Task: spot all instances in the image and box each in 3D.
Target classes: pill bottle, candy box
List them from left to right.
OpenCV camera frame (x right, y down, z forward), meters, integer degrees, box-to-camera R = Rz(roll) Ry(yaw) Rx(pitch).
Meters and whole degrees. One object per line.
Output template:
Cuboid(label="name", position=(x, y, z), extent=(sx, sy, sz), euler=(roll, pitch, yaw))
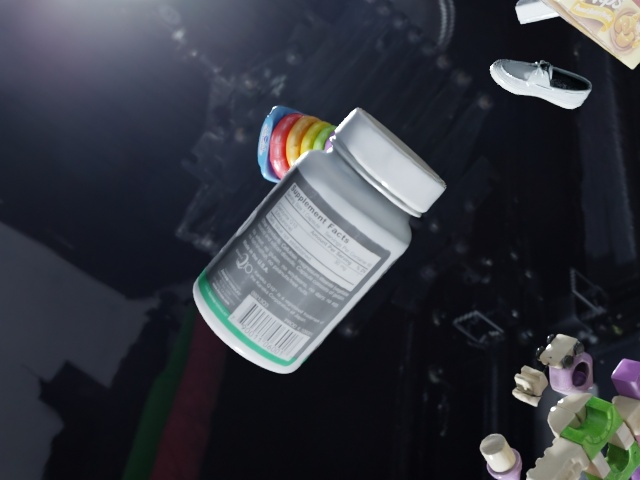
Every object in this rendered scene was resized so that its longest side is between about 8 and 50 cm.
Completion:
Cuboid(label="pill bottle", position=(0.000, 0.000, 1.205), extent=(0.361, 0.204, 0.204), euler=(-48, -154, 11))
Cuboid(label="candy box", position=(0.276, -0.355, 1.035), extent=(0.087, 0.183, 0.316), euler=(-51, -136, 20))

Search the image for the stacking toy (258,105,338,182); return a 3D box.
Cuboid(label="stacking toy", position=(0.021, -0.199, 1.862), extent=(0.302, 0.166, 0.175), euler=(12, -88, 37))

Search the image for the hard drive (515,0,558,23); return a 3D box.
Cuboid(label="hard drive", position=(0.508, -0.448, 1.400), extent=(0.308, 0.040, 0.203), euler=(-4, -148, 38))

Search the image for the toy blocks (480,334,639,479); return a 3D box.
Cuboid(label="toy blocks", position=(0.442, 0.352, 1.268), extent=(0.288, 0.260, 0.309), euler=(-44, -152, -19))

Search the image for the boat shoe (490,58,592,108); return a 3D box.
Cuboid(label="boat shoe", position=(0.494, -0.364, 1.846), extent=(0.081, 0.228, 0.079), euler=(122, -18, -61))
